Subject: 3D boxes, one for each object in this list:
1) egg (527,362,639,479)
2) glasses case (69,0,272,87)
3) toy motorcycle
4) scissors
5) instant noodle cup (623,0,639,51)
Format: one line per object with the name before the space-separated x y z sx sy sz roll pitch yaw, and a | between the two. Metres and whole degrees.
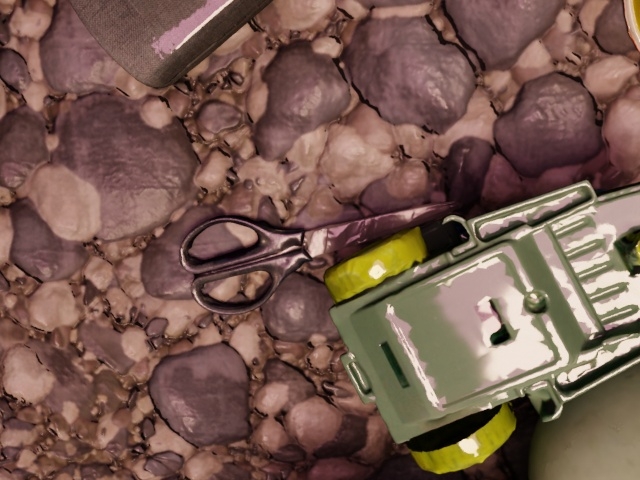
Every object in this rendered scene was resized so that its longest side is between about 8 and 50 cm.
egg | 0.364 0.206 0.454 0.388 0.276 0.276 5 100 -15
glasses case | -0.079 -0.285 0.502 0.323 0.074 0.131 -38 96 8
toy motorcycle | 0.181 0.042 0.488 0.326 0.200 0.191 -27 87 14
scissors | 0.000 0.000 0.572 0.299 0.022 0.109 -16 102 4
instant noodle cup | 0.389 -0.231 0.436 0.213 0.174 0.213 1 100 3
